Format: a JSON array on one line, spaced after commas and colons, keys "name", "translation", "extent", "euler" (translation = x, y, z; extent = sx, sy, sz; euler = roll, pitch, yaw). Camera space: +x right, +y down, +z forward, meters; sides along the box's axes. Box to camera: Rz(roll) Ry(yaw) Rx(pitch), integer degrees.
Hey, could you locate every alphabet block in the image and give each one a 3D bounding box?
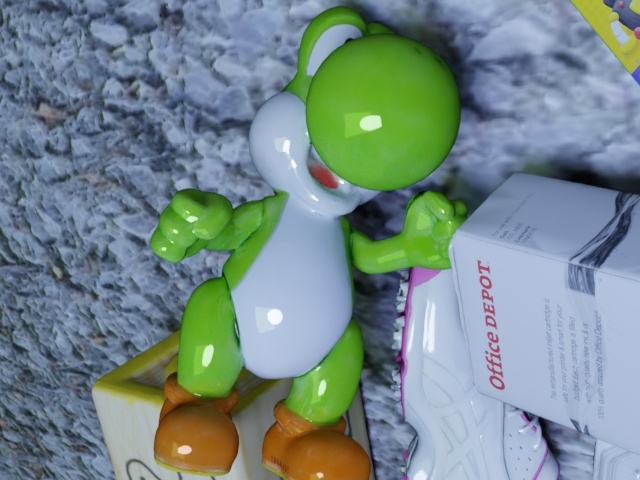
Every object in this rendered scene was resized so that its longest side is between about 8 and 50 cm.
[{"name": "alphabet block", "translation": [-0.078, 0.199, 0.814], "extent": [0.192, 0.193, 0.197], "euler": [3, 112, 36]}]

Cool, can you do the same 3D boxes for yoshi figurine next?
[{"name": "yoshi figurine", "translation": [0.001, -0.001, 0.591], "extent": [0.203, 0.203, 0.362], "euler": [12, 86, 26]}]

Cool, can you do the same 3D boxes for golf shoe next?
[{"name": "golf shoe", "translation": [0.131, 0.144, 0.701], "extent": [0.140, 0.115, 0.306], "euler": [-2, 108, 11]}]

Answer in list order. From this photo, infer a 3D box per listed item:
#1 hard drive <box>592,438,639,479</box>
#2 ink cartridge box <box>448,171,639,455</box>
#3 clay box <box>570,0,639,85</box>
[{"name": "hard drive", "translation": [0.325, 0.279, 0.628], "extent": [0.236, 0.064, 0.339], "euler": [13, 118, 32]}, {"name": "ink cartridge box", "translation": [0.209, 0.057, 0.543], "extent": [0.219, 0.092, 0.160], "euler": [18, 136, 38]}, {"name": "clay box", "translation": [0.177, -0.208, 0.469], "extent": [0.127, 0.053, 0.222], "euler": [-52, 57, 41]}]
